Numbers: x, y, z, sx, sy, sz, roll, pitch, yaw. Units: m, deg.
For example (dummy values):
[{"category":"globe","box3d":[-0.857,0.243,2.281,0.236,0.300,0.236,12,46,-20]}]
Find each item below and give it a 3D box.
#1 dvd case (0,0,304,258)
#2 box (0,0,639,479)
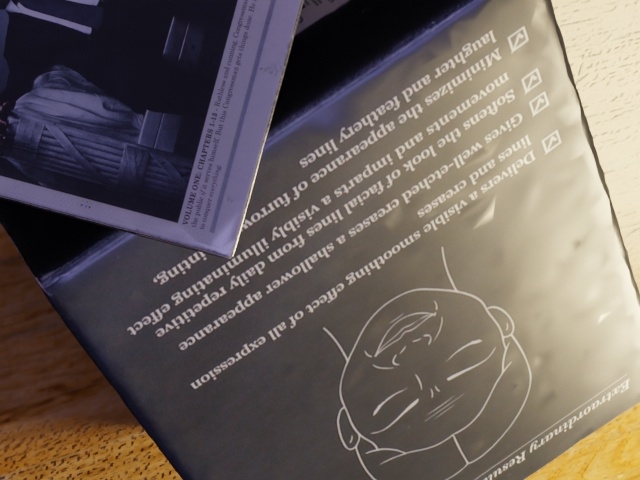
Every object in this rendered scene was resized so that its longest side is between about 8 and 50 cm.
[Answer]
[{"category":"dvd case","box3d":[-0.131,-0.108,0.744,0.238,0.029,0.179,15,90,-11]},{"category":"box","box3d":[0.000,0.000,0.990,0.293,0.212,0.395,-34,137,-7]}]
